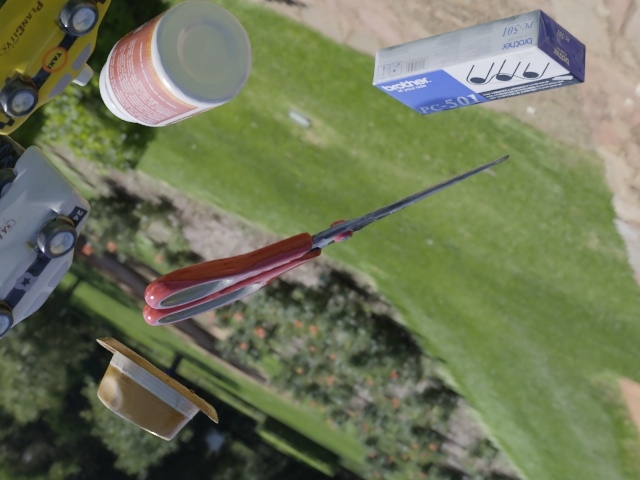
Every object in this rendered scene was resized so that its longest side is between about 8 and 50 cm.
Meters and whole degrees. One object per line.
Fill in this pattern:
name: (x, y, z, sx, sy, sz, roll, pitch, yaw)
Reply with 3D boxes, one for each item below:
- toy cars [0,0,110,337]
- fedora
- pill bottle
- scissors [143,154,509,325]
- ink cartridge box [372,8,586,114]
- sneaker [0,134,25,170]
toy cars: (-0.264, -0.082, 1.074, 0.176, 0.393, 0.087, -5, 162, 29)
fedora: (-0.227, 0.205, 1.530, 0.194, 0.079, 0.194, 33, 169, 7)
pill bottle: (-0.179, -0.200, 1.370, 0.121, 0.121, 0.216, 36, 159, -24)
scissors: (0.000, 0.000, 0.889, 0.109, 0.297, 0.021, 77, 170, -74)
ink cartridge box: (0.167, -0.186, 1.246, 0.207, 0.046, 0.097, -7, 160, 41)
sneaker: (-0.372, -0.088, 1.294, 0.227, 0.087, 0.130, 43, 178, 13)
